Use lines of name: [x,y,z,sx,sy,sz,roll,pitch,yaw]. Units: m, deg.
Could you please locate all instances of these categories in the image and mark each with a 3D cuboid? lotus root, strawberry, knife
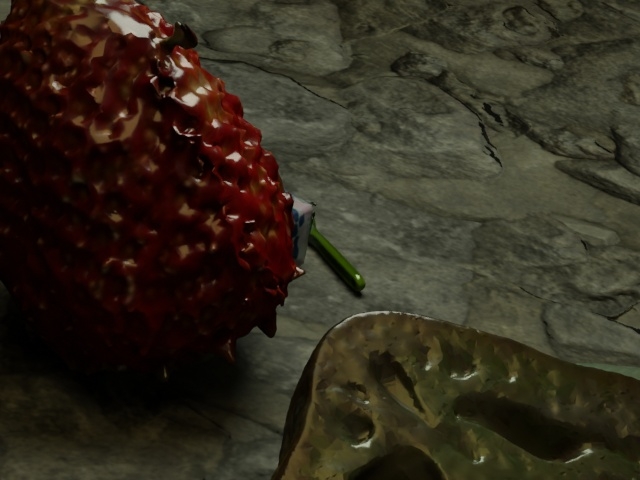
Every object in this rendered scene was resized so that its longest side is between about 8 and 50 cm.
lotus root: [0.113,0.214,1.335,0.390,0.111,0.375,-26,68,-32]
strawberry: [-0.156,-0.059,1.669,0.292,0.343,0.292,-8,28,4]
knife: [0.000,0.000,1.943,0.026,0.022,0.184,-28,40,-12]

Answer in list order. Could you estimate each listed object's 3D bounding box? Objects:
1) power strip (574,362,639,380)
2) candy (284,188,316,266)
power strip: [0.249,0.190,1.561,0.224,0.140,0.139,6,29,-7]
candy: [-0.088,-0.026,1.906,0.160,0.073,0.092,31,33,32]
